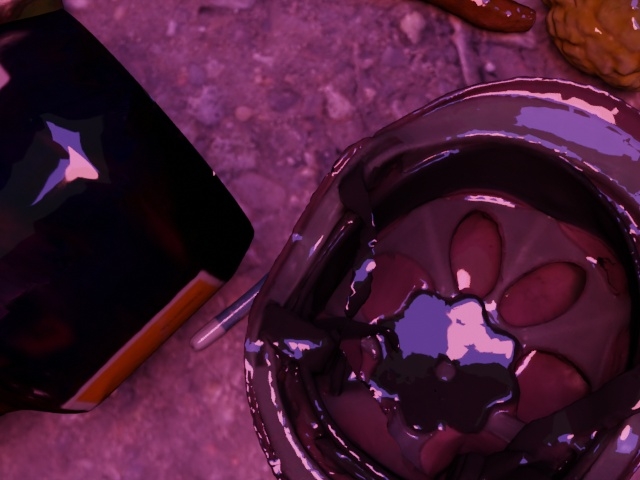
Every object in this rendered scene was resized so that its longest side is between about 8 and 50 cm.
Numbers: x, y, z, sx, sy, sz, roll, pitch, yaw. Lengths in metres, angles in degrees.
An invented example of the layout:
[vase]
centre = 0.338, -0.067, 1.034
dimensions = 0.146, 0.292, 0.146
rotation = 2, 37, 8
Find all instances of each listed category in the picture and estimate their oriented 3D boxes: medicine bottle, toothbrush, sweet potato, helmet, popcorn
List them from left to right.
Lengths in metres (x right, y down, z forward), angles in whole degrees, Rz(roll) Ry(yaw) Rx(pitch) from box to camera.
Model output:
[medicine bottle]
centre = -0.256, 0.044, 0.573
dimensions = 0.395, 0.242, 0.242
rotation = -40, 79, -3
[toothbrush]
centre = 0.000, 0.000, 0.693
dimensions = 0.276, 0.019, 0.025
rotation = -42, 87, -9
[sweet potato]
centre = 0.065, -0.242, 0.734
dimensions = 0.265, 0.057, 0.057
rotation = 17, 77, 3
[helmet]
centre = 0.105, 0.069, 0.585
dimensions = 0.271, 0.197, 0.338
rotation = 30, 70, 16
[popcorn]
centre = 0.274, -0.208, 0.690
dimensions = 0.174, 0.142, 0.173
rotation = -11, 59, 18

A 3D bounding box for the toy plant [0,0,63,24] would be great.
[toy plant]
centre = -0.303, -0.232, 0.714
dimensions = 0.162, 0.093, 0.092
rotation = 39, 80, 10
